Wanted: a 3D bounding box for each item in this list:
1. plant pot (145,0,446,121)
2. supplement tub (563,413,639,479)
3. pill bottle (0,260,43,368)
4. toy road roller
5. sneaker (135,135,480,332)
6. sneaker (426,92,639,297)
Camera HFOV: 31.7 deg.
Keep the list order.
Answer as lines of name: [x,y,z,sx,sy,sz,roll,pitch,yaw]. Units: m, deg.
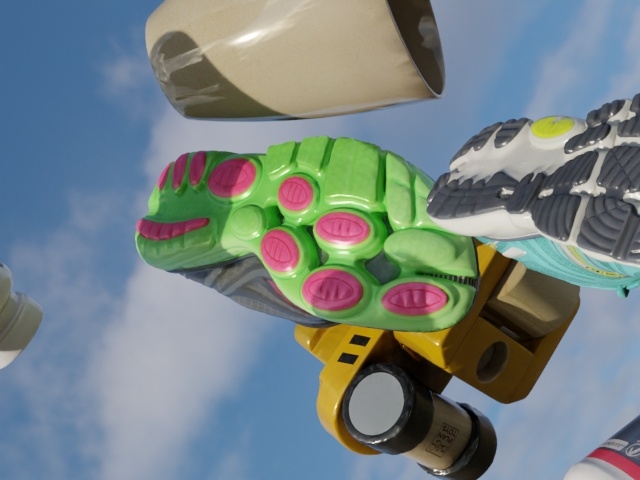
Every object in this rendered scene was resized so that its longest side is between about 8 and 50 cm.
plant pot: [-0.037,-0.229,1.204,0.274,0.256,0.256,-18,-24,18]
supplement tub: [0.361,0.202,0.957,0.272,0.191,0.191,-34,-34,-13]
pill bottle: [-0.373,0.048,1.126,0.180,0.108,0.108,42,-98,-27]
toy road roller: [0.118,0.102,1.319,0.202,0.241,0.329,33,-90,-46]
sneaker: [0.000,0.000,1.193,0.202,0.483,0.185,27,-98,-39]
sneaker: [0.177,-0.019,0.672,0.110,0.275,0.107,37,-100,-23]
